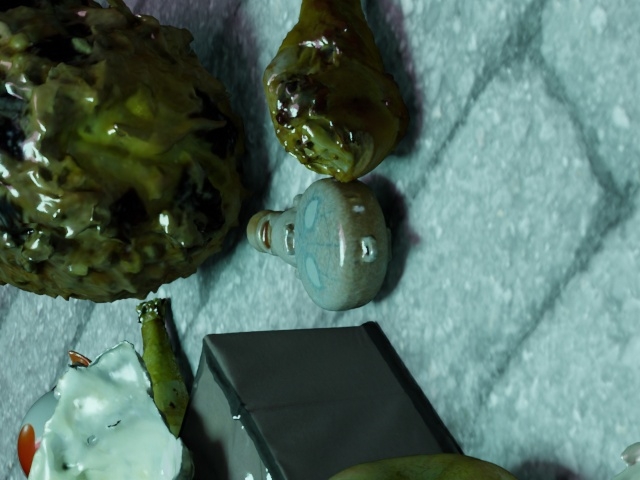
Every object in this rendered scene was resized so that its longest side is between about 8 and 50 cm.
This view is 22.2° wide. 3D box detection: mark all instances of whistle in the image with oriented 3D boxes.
[{"bbox_3d":[0.000,0.000,1.329,0.220,0.057,0.107,-173,79,-64],"label":"whistle"}]

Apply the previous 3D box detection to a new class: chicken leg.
[{"bbox_3d":[0.010,-0.165,1.281,0.087,0.107,0.251,136,136,-65],"label":"chicken leg"},{"bbox_3d":[-0.165,0.140,1.609,0.093,0.070,0.178,130,139,-56],"label":"chicken leg"}]

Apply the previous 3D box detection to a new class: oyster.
[{"bbox_3d":[-0.171,0.237,1.288,0.271,0.100,0.275,-35,50,54],"label":"oyster"}]

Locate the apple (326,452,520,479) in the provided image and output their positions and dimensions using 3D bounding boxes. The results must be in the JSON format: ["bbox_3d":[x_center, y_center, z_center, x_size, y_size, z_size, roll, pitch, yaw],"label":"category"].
[{"bbox_3d":[0.068,0.238,1.083,0.188,0.188,0.173,27,127,57],"label":"apple"}]

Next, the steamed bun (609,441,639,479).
[{"bbox_3d":[0.248,0.259,0.691,0.374,0.241,0.374,-27,46,32],"label":"steamed bun"}]

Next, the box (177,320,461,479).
[{"bbox_3d":[-0.023,0.218,1.274,0.188,0.153,0.252,57,138,44],"label":"box"}]

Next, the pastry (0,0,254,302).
[{"bbox_3d":[-0.270,-0.097,1.517,0.405,0.337,0.292,22,102,58],"label":"pastry"}]

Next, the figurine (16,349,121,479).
[{"bbox_3d":[-0.264,0.232,1.714,0.183,0.160,0.226,34,110,54],"label":"figurine"}]
